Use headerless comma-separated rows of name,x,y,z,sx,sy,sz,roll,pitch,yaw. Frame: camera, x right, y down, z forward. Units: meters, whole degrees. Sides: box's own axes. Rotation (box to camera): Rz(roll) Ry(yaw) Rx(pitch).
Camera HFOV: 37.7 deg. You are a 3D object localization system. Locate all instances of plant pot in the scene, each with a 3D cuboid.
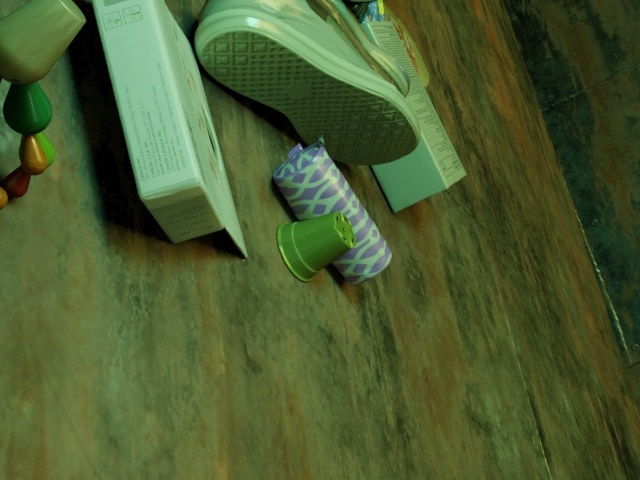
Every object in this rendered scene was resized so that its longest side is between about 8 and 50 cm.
plant pot,0.000,0.000,1.199,0.083,0.079,0.083,46,29,-35

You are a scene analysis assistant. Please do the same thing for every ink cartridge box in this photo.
ink cartridge box,-0.164,-0.139,1.017,0.261,0.066,0.296,74,0,-72

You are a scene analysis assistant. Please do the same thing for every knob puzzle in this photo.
knob puzzle,0.176,-0.398,2.002,0.213,0.030,0.213,46,30,-36

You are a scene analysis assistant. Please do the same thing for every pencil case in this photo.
pencil case,0.016,-0.036,1.270,0.206,0.086,0.088,57,2,-20

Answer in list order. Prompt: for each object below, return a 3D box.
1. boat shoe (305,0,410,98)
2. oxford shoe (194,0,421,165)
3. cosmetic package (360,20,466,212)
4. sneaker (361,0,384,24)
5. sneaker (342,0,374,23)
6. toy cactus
boat shoe,0.002,-0.286,1.428,0.324,0.123,0.116,36,68,-22
oxford shoe,-0.001,-0.231,1.320,0.449,0.169,0.130,28,46,-47
cosmetic package,0.126,-0.218,1.627,0.309,0.113,0.160,65,24,-2
sneaker,0.088,-0.376,1.778,0.082,0.069,0.209,-8,82,-31
sneaker,0.057,-0.399,1.465,0.147,0.296,0.104,22,85,-47
toy cactus,-0.252,-0.119,0.697,0.219,0.180,0.112,39,14,-53
